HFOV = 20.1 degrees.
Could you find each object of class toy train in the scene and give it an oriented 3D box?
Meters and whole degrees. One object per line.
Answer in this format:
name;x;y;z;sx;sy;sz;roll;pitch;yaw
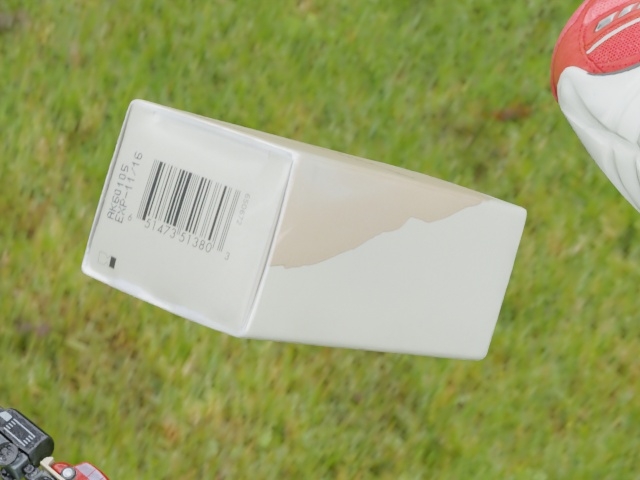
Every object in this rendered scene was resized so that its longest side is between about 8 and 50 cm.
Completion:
toy train;-0.128;0.136;0.960;0.158;0.027;0.036;34;63;27

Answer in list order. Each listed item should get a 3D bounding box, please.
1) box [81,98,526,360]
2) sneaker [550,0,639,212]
box;0.000;0.000;1.236;0.148;0.121;0.311;19;5;32
sneaker;0.207;-0.076;0.616;0.279;0.107;0.118;-10;33;-21
